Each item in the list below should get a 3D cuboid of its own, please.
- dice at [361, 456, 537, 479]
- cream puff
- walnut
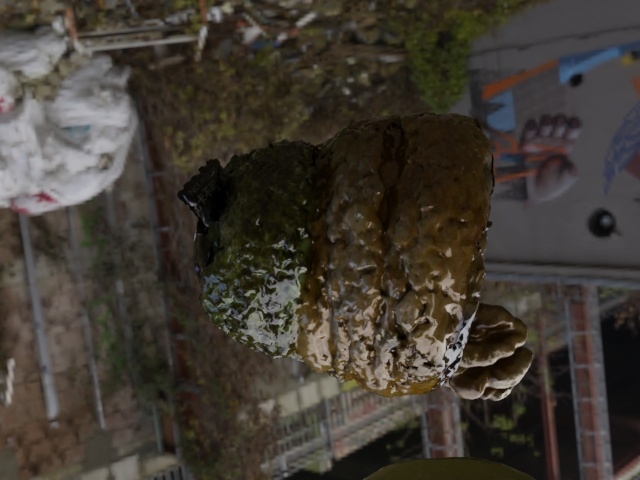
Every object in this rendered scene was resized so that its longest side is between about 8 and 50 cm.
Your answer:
[{"bbox_3d":[0.101,0.277,0.703,0.169,0.169,0.166,-3,-152,-9],"label":"dice"},{"bbox_3d":[0.000,0.000,0.554,0.169,0.183,0.183,9,-174,-4],"label":"cream puff"},{"bbox_3d":[0.121,0.109,0.923,0.170,0.143,0.069,3,-136,30],"label":"walnut"}]
